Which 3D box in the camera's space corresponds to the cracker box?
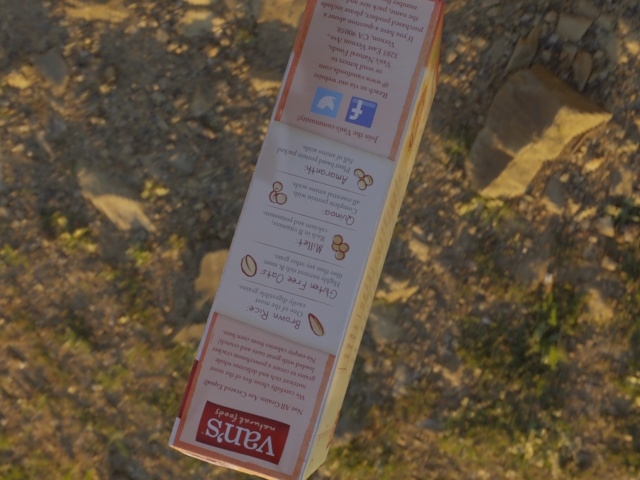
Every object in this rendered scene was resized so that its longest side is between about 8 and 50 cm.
[{"bbox_3d":[0.000,0.000,0.573,0.067,0.156,0.232,16,84,6],"label":"cracker box"}]
